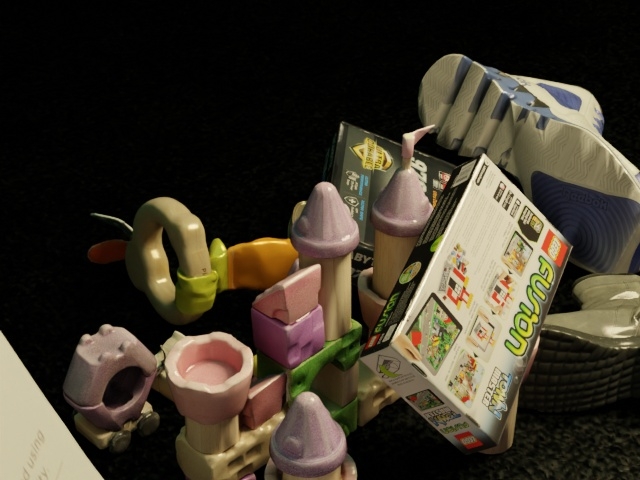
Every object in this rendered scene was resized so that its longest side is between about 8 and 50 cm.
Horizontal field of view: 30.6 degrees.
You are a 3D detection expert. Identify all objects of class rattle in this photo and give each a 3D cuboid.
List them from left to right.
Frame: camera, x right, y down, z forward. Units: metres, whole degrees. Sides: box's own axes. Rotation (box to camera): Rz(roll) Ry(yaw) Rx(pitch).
[{"bbox_3d":[-0.132,0.004,1.177,0.143,0.130,0.200,-33,18,-26],"label":"rattle"}]

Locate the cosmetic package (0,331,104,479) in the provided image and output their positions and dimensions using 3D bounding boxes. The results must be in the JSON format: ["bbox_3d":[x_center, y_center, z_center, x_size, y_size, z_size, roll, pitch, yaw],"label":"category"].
[{"bbox_3d":[-0.339,0.220,0.557,0.394,0.327,0.329,-17,32,16],"label":"cosmetic package"}]

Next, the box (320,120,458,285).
[{"bbox_3d":[0.083,-0.022,1.199,0.175,0.051,0.220,21,34,-7],"label":"box"}]

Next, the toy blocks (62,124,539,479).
[{"bbox_3d":[-0.021,0.063,0.942,0.309,0.260,0.289,28,44,35],"label":"toy blocks"}]

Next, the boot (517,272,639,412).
[{"bbox_3d":[0.250,0.084,1.086,0.247,0.083,0.161,3,25,1],"label":"boot"}]

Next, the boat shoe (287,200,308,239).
[{"bbox_3d":[0.000,0.000,1.212,0.063,0.059,0.170,-6,35,-8],"label":"boat shoe"}]

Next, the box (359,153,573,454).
[{"bbox_3d":[0.115,0.043,0.874,0.036,0.114,0.207,-28,24,47],"label":"box"}]

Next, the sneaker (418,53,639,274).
[{"bbox_3d":[0.272,-0.101,1.281,0.182,0.127,0.315,-8,44,-44],"label":"sneaker"}]
